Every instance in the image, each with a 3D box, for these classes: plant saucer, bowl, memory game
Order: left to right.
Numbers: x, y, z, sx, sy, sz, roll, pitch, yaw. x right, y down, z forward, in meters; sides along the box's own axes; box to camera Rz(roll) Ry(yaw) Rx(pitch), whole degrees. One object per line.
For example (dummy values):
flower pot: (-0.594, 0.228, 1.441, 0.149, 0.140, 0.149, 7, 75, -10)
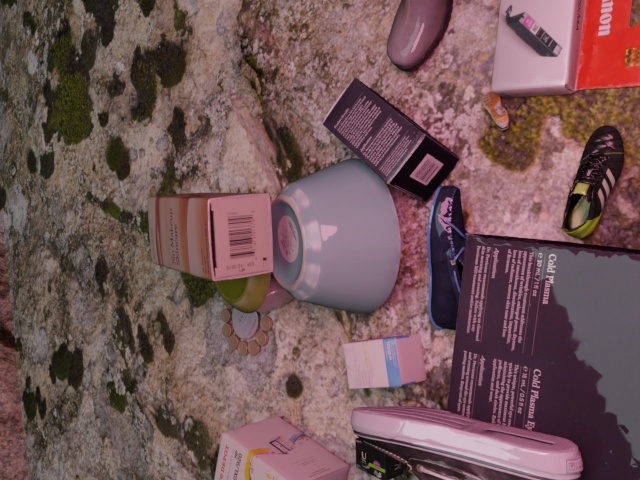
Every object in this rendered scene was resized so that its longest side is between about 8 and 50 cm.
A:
plant saucer: (-0.183, 0.038, 1.206, 0.241, 0.037, 0.241, 13, 106, 53)
memory game: (-0.186, 0.196, 1.419, 0.186, 0.012, 0.186, -3, 85, 40)
bowl: (0.000, 0.000, 1.102, 0.311, 0.163, 0.312, 21, 114, 59)

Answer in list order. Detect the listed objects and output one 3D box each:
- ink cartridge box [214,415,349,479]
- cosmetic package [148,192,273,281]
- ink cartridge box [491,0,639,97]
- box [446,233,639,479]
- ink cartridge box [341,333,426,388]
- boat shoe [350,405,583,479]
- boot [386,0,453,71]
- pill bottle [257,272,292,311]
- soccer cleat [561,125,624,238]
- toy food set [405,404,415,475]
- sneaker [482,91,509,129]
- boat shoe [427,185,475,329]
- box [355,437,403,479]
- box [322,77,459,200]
ink cartridge box: (-0.092, 0.519, 1.216, 0.232, 0.168, 0.171, 19, 101, 41)
cosmetic package: (-0.223, -0.017, 1.111, 0.296, 0.129, 0.153, 5, 100, 54)
ink cartridge box: (0.407, -0.375, 0.903, 0.239, 0.060, 0.275, 7, 92, 42)
box: (0.373, 0.176, 0.823, 0.312, 0.179, 0.343, 9, 94, 43)
ink cartridge box: (0.116, 0.235, 1.100, 0.143, 0.092, 0.090, -14, 78, 39)
boat shoe: (0.180, 0.309, 0.788, 0.335, 0.121, 0.119, 1, 85, 40)
boot: (0.158, -0.494, 1.015, 0.118, 0.222, 0.338, 31, 108, 37)
pill bottle: (-0.150, 0.035, 1.313, 0.136, 0.136, 0.246, -43, 62, 31)
soccer cleat: (0.415, -0.089, 0.870, 0.060, 0.072, 0.179, 20, 101, 40)
toy food set: (0.174, 0.379, 1.093, 0.078, 0.019, 0.122, 29, 114, 38)
sneaker: (0.308, -0.226, 0.999, 0.032, 0.037, 0.083, -21, 50, 18)
boat shoe: (0.247, 0.030, 1.009, 0.089, 0.109, 0.258, 4, 107, 34)
box: (0.114, 0.420, 1.107, 0.083, 0.052, 0.062, 1, 94, 52)
box: (0.130, -0.188, 1.064, 0.108, 0.153, 0.207, -53, 55, 16)
